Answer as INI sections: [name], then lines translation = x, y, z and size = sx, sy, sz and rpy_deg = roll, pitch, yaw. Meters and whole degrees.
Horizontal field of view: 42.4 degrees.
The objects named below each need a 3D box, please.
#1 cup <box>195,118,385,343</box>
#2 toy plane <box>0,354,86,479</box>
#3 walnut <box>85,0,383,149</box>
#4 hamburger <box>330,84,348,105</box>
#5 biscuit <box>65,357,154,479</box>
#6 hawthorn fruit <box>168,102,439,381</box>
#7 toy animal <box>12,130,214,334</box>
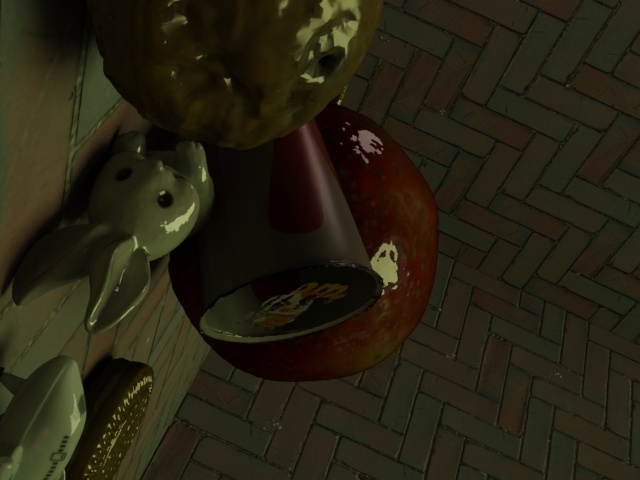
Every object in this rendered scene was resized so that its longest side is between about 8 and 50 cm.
[cup]
translation = -0.057, -0.053, 0.913
size = 0.203, 0.203, 0.288
rpy_deg = 114, -35, -59
[toy plane]
translation = -0.281, 0.214, 0.735
size = 0.251, 0.101, 0.255
rpy_deg = -61, 172, -82
[walnut]
translation = -0.054, -0.169, 0.533
size = 0.198, 0.198, 0.245
rpy_deg = -65, 172, -47
[hamburger]
translation = -0.026, -0.295, 1.628
size = 0.185, 0.131, 0.159
rpy_deg = 124, -15, -45
[biscuit]
translation = -0.321, 0.285, 1.193
size = 0.259, 0.079, 0.259
rpy_deg = 23, 90, -89
[hawthorn fruit]
translation = 0.000, 0.000, 1.192
size = 0.403, 0.403, 0.402
rpy_deg = 25, 90, -90
[toy animal]
translation = -0.169, -0.019, 0.723
size = 0.130, 0.104, 0.221
rpy_deg = -64, -179, 24
